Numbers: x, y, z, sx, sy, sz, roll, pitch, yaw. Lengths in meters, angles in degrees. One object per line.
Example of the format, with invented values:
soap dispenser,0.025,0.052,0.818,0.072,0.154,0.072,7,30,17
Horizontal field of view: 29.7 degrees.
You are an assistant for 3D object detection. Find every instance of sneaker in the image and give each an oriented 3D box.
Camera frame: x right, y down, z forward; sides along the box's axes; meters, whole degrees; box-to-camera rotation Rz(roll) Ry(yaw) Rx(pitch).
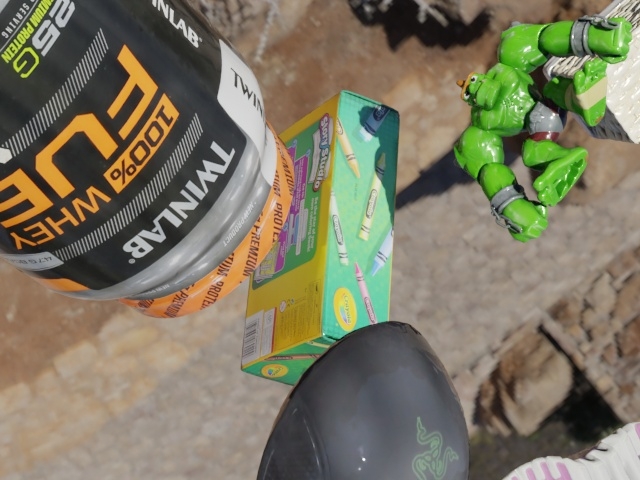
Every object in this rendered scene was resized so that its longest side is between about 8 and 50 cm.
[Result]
sneaker,0.249,0.259,1.209,0.236,0.095,0.104,-13,163,-35

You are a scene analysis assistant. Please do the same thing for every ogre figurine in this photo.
ogre figurine,0.182,-0.108,1.048,0.097,0.118,0.197,-12,120,-41

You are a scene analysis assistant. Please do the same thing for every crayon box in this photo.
crayon box,0.000,0.000,1.285,0.081,0.278,0.165,18,154,-28

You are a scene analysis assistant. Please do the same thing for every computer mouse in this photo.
computer mouse,0.024,0.173,0.641,0.188,0.072,0.272,-13,123,-40

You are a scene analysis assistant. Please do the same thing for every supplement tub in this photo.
supplement tub,-0.163,-0.092,0.696,0.193,0.193,0.316,-41,133,8

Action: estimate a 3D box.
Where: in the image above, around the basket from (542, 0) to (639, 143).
basket,0.357,-0.201,1.351,0.167,0.103,0.113,-43,111,-4
